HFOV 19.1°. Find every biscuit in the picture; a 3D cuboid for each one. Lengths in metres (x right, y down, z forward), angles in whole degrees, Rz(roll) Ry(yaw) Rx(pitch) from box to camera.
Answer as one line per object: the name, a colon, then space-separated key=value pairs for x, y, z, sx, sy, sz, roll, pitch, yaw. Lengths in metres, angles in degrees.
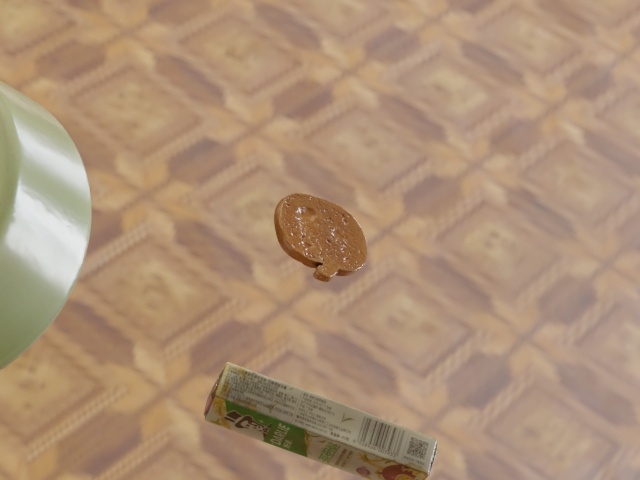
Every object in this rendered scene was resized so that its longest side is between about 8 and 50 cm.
biscuit: x=0.000 y=0.000 z=1.536 sx=0.091 sy=0.015 sz=0.078 roll=21 pitch=50 yaw=-31

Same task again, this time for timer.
timer: x=-0.367 y=-0.053 z=1.482 sx=0.291 sy=0.315 sz=0.291 roll=-6 pitch=68 yaw=14

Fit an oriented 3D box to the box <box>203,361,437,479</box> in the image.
box: x=0.000 y=0.166 z=1.676 sx=0.207 sy=0.050 sz=0.041 roll=20 pitch=59 yaw=-5
